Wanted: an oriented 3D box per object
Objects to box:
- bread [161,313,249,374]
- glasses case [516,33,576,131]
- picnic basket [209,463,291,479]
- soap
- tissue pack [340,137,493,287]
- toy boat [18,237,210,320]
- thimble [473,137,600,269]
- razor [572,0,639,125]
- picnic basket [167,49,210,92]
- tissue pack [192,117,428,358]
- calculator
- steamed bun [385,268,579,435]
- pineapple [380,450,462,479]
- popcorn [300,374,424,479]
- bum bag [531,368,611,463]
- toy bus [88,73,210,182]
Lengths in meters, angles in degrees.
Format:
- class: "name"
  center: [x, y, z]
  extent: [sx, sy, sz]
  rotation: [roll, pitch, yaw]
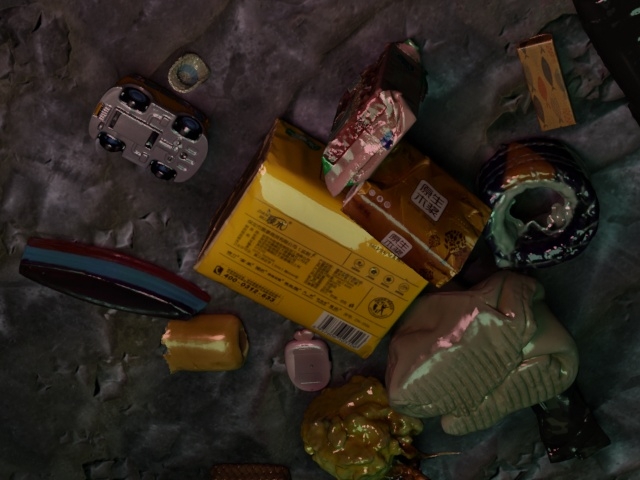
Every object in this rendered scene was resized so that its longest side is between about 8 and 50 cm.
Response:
- class: "bread"
  center: [-0.242, 0.222, 2.041]
  extent: [0.173, 0.085, 0.134]
  rotation: [-3, 121, 6]
- class: "glasses case"
  center: [0.404, -0.281, 1.720]
  extent: [0.064, 0.041, 0.170]
  rotation: [-11, 121, 24]
- class: "picnic basket"
  center: [-0.165, 0.580, 2.271]
  extent: [0.193, 0.055, 0.110]
  rotation: [-1, 121, 7]
- class: "soap"
  center: [0.089, -0.217, 1.644]
  extent: [0.098, 0.273, 0.218]
  rotation: [40, 116, -12]
- class: "tissue pack"
  center: [0.165, -0.051, 1.670]
  extent: [0.226, 0.183, 0.092]
  rotation: [40, 138, -5]
- class: "toy boat"
  center: [-0.423, 0.090, 1.988]
  extent: [0.392, 0.079, 0.136]
  rotation: [16, 122, -2]
- class: "thimble"
  center: [0.392, -0.063, 1.790]
  extent: [0.237, 0.150, 0.237]
  rotation: [2, 123, 3]
- class: "razor"
  center: [0.569, -0.333, 1.637]
  extent: [0.189, 0.107, 0.327]
  rotation: [-27, 117, 18]
- class: "picnic basket"
  center: [-0.236, -0.303, 1.733]
  extent: [0.065, 0.083, 0.083]
  rotation: [53, 156, -9]
- class: "tissue pack"
  center: [0.000, 0.000, 1.808]
  extent: [0.382, 0.228, 0.293]
  rotation: [28, 121, -14]
- class: "calculator"
  center: [-0.026, 0.260, 2.085]
  extent: [0.103, 0.024, 0.166]
  rotation: [-5, 122, 7]
- class: "steamed bun"
  center: [0.282, 0.196, 1.887]
  extent: [0.367, 0.255, 0.342]
  rotation: [-31, 133, 8]
- class: "pineapple"
  center: [0.143, 0.533, 2.170]
  extent: [0.161, 0.158, 0.334]
  rotation: [45, 139, 4]
- class: "popcorn"
  center: [0.089, 0.410, 2.047]
  extent: [0.266, 0.233, 0.192]
  rotation: [2, 133, 24]
- class: "bum bag"
  center: [0.505, 0.335, 2.054]
  extent: [0.144, 0.095, 0.340]
  rotation: [-19, 111, 19]
- class: "toy bus"
  center: [-0.301, -0.210, 1.755]
  extent: [0.209, 0.136, 0.126]
  rotation: [29, 119, -13]
